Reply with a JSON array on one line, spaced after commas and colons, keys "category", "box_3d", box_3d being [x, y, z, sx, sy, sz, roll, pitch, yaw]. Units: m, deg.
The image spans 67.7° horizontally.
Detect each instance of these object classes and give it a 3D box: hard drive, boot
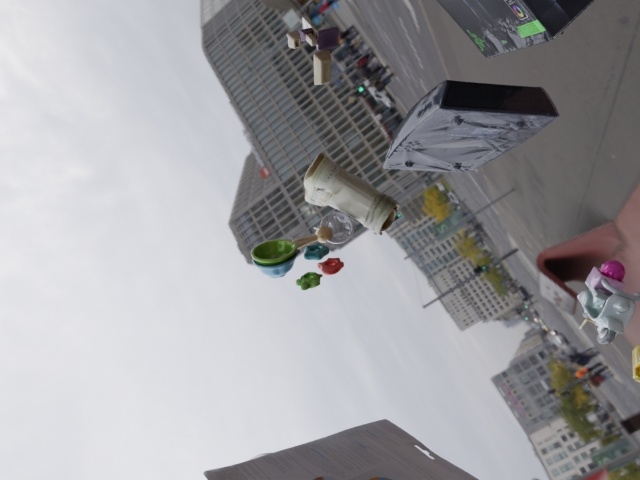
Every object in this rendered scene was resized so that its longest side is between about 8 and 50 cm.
[{"category": "hard drive", "box_3d": [0.198, -0.156, 0.694, 0.255, 0.172, 0.054, 135, 136, -79]}, {"category": "boot", "box_3d": [0.057, -0.071, 0.862, 0.165, 0.077, 0.213, 31, 175, 6]}]

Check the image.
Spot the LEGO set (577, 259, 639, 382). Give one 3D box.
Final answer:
[{"category": "LEGO set", "box_3d": [0.379, 0.089, 0.394, 0.287, 0.107, 0.132, 18, -150, 0]}]

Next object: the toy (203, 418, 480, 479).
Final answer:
[{"category": "toy", "box_3d": [0.026, 0.239, 0.441, 0.237, 0.056, 0.137, 7, -172, -41]}]

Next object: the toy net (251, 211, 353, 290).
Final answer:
[{"category": "toy net", "box_3d": [0.000, 0.000, 0.759, 0.232, 0.122, 0.045, -39, -52, -47]}]

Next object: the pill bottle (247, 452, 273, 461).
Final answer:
[{"category": "pill bottle", "box_3d": [-0.032, 0.429, 0.793, 0.245, 0.130, 0.130, 45, -164, -54]}]

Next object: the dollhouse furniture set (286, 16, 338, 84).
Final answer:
[{"category": "dollhouse furniture set", "box_3d": [-0.026, -0.348, 0.883, 0.081, 0.091, 0.114, 57, 160, 35]}]

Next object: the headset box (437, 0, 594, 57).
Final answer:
[{"category": "headset box", "box_3d": [0.199, -0.358, 0.559, 0.283, 0.131, 0.246, 44, -166, -11]}]
